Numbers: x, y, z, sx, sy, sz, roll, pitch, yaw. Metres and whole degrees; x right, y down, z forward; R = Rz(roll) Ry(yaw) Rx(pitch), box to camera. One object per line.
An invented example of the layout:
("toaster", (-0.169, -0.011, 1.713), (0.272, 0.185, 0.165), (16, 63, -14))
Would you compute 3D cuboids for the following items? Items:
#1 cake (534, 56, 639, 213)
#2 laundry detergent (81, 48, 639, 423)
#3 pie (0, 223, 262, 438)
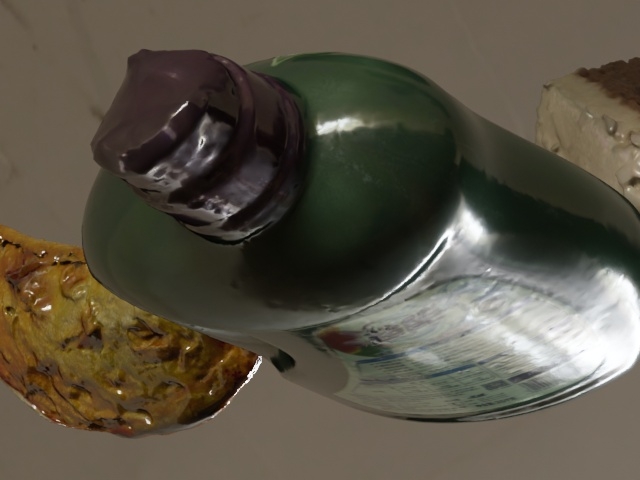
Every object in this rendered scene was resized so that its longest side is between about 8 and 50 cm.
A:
("cake", (0.201, -0.030, 0.943), (0.147, 0.135, 0.135), (-5, -59, -26))
("laundry detergent", (0.000, 0.000, 0.468), (0.144, 0.078, 0.221), (-10, -18, 30))
("pie", (-0.091, 0.042, 0.725), (0.033, 0.191, 0.088), (-11, -76, -55))
